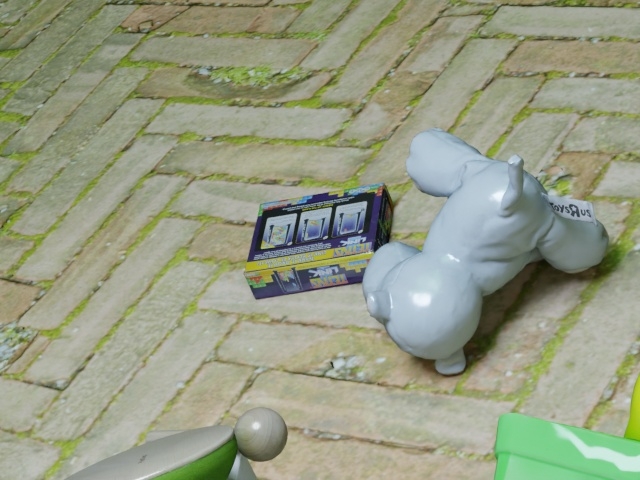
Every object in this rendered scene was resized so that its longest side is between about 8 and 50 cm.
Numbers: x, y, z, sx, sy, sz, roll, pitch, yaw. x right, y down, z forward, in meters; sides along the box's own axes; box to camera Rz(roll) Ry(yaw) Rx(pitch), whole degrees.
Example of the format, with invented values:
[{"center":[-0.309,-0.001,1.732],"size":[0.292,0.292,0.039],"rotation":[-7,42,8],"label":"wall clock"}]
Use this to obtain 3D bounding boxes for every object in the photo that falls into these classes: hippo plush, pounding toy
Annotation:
[{"center":[0.176,0.035,1.842],"size":[0.236,0.234,0.294],"rotation":[-59,24,1],"label":"hippo plush"},{"center":[-0.137,0.247,1.548],"size":[0.183,0.110,0.237],"rotation":[-16,4,29],"label":"pounding toy"}]

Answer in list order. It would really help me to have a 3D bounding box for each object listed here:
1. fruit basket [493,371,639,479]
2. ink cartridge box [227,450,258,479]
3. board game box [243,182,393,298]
[{"center":[0.339,0.212,1.394],"size":[0.392,0.283,0.392],"rotation":[-17,48,20],"label":"fruit basket"},{"center":[-0.179,0.296,1.642],"size":[0.231,0.078,0.134],"rotation":[-13,35,16],"label":"ink cartridge box"},{"center":[0.000,0.000,2.069],"size":[0.170,0.048,0.141],"rotation":[-9,39,17],"label":"board game box"}]
